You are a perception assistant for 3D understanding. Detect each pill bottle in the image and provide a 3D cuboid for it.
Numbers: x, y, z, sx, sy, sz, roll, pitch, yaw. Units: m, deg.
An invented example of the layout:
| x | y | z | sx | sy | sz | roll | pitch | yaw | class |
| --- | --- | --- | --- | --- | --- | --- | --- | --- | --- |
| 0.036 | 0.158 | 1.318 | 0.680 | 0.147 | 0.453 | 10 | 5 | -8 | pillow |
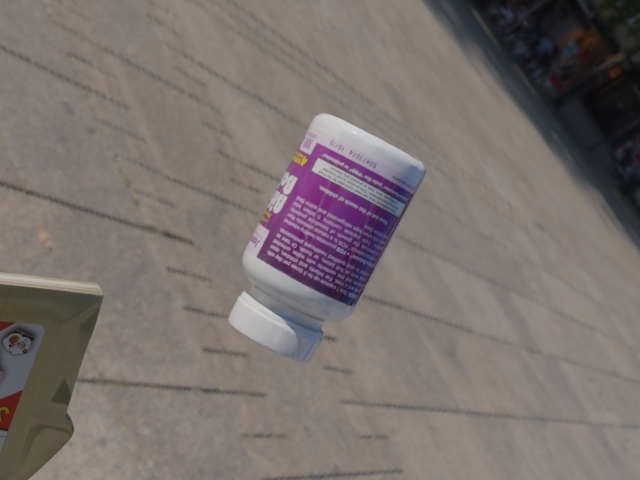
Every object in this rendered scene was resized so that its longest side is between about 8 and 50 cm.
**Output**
| x | y | z | sx | sy | sz | roll | pitch | yaw | class |
| --- | --- | --- | --- | --- | --- | --- | --- | --- | --- |
| 0.000 | 0.000 | 1.417 | 0.169 | 0.301 | 0.169 | 27 | 3 | -1 | pill bottle |

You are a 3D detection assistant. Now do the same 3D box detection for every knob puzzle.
| x | y | z | sx | sy | sz | roll | pitch | yaw | class |
| --- | --- | --- | --- | --- | --- | --- | --- | --- | --- |
| -0.220 | 0.088 | 0.544 | 0.213 | 0.213 | 0.030 | 39 | 10 | -43 | knob puzzle |
